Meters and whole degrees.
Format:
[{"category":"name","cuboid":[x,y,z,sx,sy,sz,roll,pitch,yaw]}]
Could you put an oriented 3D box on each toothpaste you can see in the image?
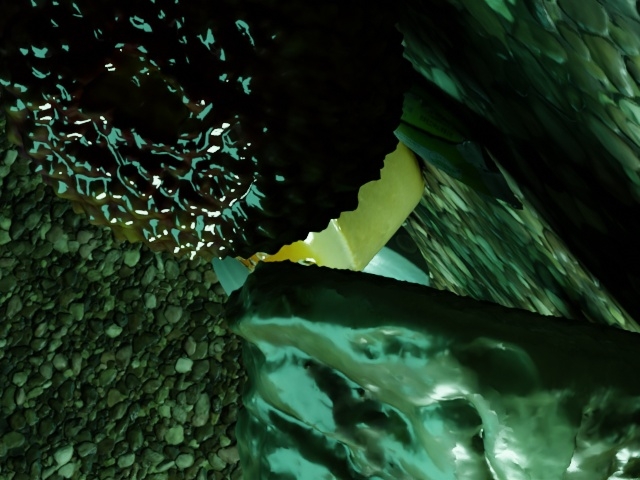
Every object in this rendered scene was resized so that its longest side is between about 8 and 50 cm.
[{"category":"toothpaste","cuboid":[0.054,-0.095,1.043,0.078,0.047,0.248,48,176,-41]}]

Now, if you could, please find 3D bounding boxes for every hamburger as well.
[{"category":"hamburger","cuboid":[-0.046,-0.084,1.270,0.300,0.176,0.300,51,175,7]}]

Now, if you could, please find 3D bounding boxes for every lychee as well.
[{"category":"lychee","cuboid":[-0.066,-0.118,0.903,0.271,0.271,0.271,50,176,5]}]

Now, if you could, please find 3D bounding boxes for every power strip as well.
[{"category":"power strip","cuboid":[0.000,0.000,1.463,0.253,0.054,0.167,-2,-131,-37]}]

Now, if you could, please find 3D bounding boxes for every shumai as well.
[{"category":"shumai","cuboid":[0.072,0.160,0.885,0.309,0.263,0.304,12,-178,15]}]
